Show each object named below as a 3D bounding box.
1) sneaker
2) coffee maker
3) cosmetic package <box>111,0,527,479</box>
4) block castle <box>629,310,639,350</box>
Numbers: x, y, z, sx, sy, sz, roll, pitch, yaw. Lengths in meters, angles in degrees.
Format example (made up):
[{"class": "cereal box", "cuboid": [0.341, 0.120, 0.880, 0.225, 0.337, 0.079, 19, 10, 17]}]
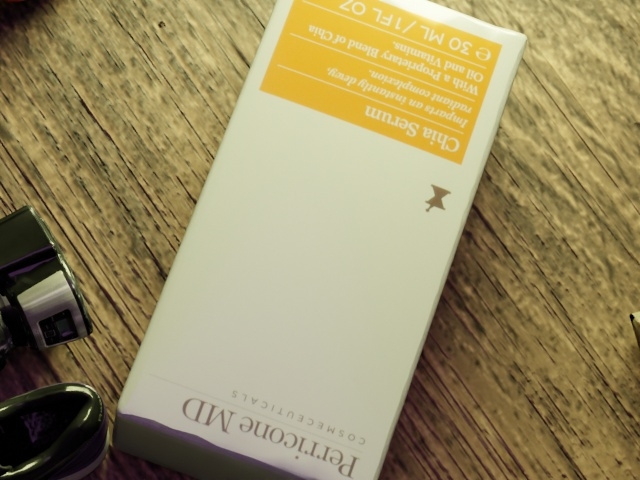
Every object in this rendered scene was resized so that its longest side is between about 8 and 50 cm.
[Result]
[{"class": "sneaker", "cuboid": [-0.312, 0.195, 1.570, 0.283, 0.124, 0.107, -30, 78, -15]}, {"class": "coffee maker", "cuboid": [-0.310, 0.045, 1.620, 0.178, 0.120, 0.171, -27, 77, -15]}, {"class": "cosmetic package", "cuboid": [0.000, 0.000, 1.653, 0.230, 0.161, 0.453, 20, 72, -1]}, {"class": "block castle", "cuboid": [0.420, 0.118, 1.520, 0.213, 0.453, 0.303, -14, 74, -3]}]
